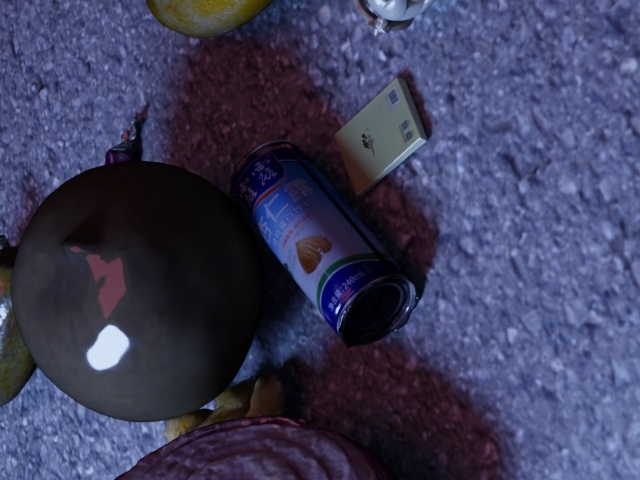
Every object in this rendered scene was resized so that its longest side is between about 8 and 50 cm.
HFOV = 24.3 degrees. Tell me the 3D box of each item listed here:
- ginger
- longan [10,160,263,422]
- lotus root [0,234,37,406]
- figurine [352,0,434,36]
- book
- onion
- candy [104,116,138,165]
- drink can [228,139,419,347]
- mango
[{"bbox_3d":[-0.108,0.242,1.651,0.216,0.102,0.157,-35,56,43],"label":"ginger"},{"bbox_3d":[-0.194,0.055,1.626,0.297,0.297,0.297,-3,86,49],"label":"longan"},{"bbox_3d":[-0.425,0.118,2.003,0.124,0.123,0.241,-107,32,-64],"label":"lotus root"},{"bbox_3d":[0.089,-0.272,1.453,0.154,0.132,0.132,-56,49,47],"label":"figurine"},{"bbox_3d":[0.062,-0.106,1.538,0.111,0.014,0.077,-40,58,39],"label":"book"},{"bbox_3d":[-0.057,0.347,1.461,0.282,0.336,0.260,-98,-8,-50],"label":"onion"},{"bbox_3d":[-0.253,-0.071,1.873,0.045,0.043,0.175,18,102,58],"label":"candy"},{"bbox_3d":[0.000,0.000,1.544,0.235,0.097,0.097,51,125,36],"label":"drink can"},{"bbox_3d":[-0.123,-0.325,1.664,0.316,0.146,0.193,-9,70,58],"label":"mango"}]
